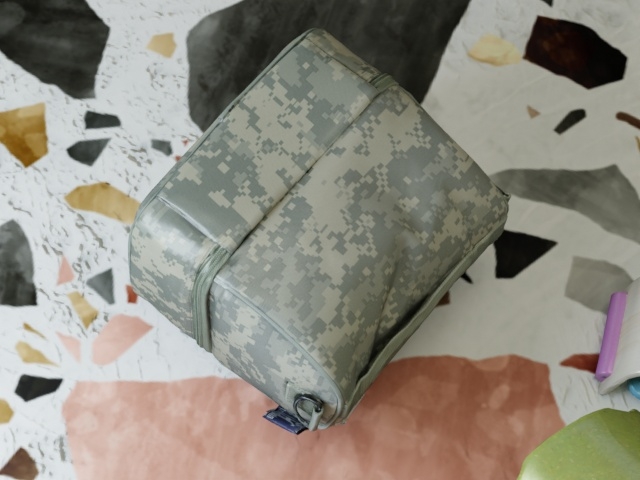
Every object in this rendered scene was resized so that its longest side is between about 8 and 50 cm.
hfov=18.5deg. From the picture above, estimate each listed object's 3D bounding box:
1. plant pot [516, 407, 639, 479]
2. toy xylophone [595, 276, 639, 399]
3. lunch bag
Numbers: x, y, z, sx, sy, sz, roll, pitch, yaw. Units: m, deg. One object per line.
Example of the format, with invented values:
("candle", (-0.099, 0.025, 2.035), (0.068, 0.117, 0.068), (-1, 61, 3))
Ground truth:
("plant pot", (0.284, 0.290, 1.685), (0.276, 0.276, 0.254), (-28, 55, -19))
("toy xylophone", (0.438, 0.097, 1.884), (0.323, 0.081, 0.236), (22, 62, 7))
("lunch bag", (0.000, 0.000, 1.827), (0.256, 0.212, 0.305), (36, 65, 15))
